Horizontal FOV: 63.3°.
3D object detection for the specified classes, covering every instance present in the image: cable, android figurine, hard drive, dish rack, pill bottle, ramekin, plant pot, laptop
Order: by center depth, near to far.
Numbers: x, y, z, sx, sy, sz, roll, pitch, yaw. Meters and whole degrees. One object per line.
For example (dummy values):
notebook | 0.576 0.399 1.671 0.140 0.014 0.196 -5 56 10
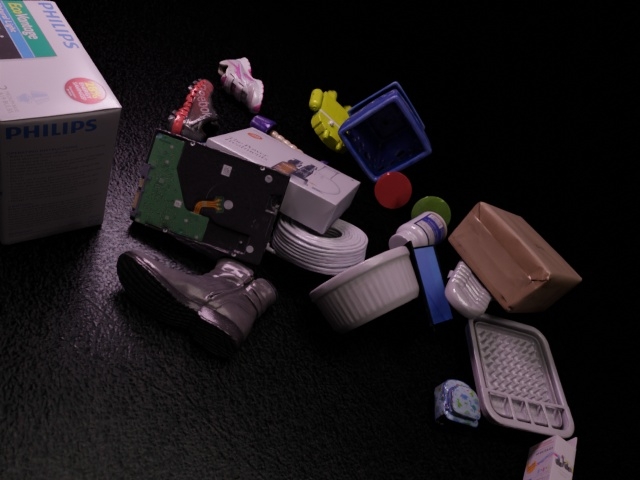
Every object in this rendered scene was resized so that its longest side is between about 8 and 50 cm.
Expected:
hard drive | -0.268 -0.105 1.263 0.338 0.237 0.064 19 6 -3
ramekin | 0.119 0.129 1.283 0.272 0.273 0.127 -19 78 -39
cable | 0.000 0.000 1.383 0.257 0.089 0.257 28 26 29
laptop | 0.307 0.117 1.410 0.136 0.264 0.235 -14 81 -3
dish rack | 0.530 0.373 1.432 0.285 0.072 0.333 16 47 -16
pill bottle | 0.297 -0.010 1.598 0.186 0.112 0.112 -27 69 -41
plant pot | 0.218 -0.373 1.741 0.236 0.235 0.212 50 29 -26
android figurine | 0.053 -0.411 1.806 0.248 0.056 0.273 40 39 -24

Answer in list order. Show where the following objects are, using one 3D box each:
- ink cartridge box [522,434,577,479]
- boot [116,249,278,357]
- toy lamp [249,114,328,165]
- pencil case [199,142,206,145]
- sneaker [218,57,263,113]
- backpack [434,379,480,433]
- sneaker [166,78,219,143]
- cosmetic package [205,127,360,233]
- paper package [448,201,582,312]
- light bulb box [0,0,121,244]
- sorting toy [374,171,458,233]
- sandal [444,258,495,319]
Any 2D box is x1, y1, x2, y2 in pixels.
ink cartridge box | 0.562 0.552 1.273 0.061 0.104 0.181 38 44 4
boot | -0.279 0.102 1.202 0.338 0.118 0.223 39 38 -4
toy lamp | -0.105 -0.297 1.643 0.274 0.080 0.080 38 45 4
pencil case | -0.348 -0.241 1.466 0.151 0.064 0.070 -8 56 -34
sneaker | -0.270 -0.511 1.724 0.111 0.103 0.252 -9 52 -30
backpack | 0.341 0.405 1.290 0.104 0.084 0.114 20 43 -16
sneaker | -0.358 -0.378 1.554 0.135 0.098 0.276 22 48 -11
cosmetic package | -0.100 -0.179 1.435 0.377 0.098 0.284 28 21 6
paper package | 0.590 0.057 1.577 0.324 0.168 0.310 9 40 -49
light bulb box | -0.624 -0.251 1.110 0.225 0.361 0.358 -20 64 -39
sorting toy | 0.347 -0.109 1.738 0.365 0.127 0.126 34 18 -1
sandal | 0.440 0.143 1.545 0.169 0.102 0.416 51 28 16
